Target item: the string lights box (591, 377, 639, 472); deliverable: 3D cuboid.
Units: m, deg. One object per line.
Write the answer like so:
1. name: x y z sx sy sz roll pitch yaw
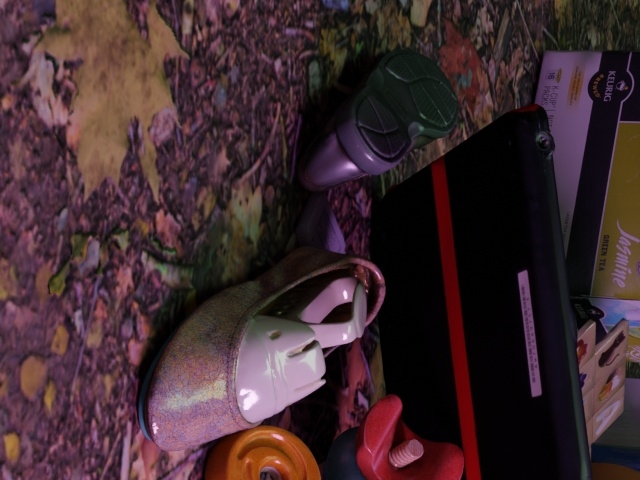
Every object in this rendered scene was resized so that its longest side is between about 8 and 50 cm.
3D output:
1. string lights box: 0.416 0.254 2.482 0.260 0.133 0.076 43 53 -60

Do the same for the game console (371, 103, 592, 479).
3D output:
1. game console: 0.143 0.105 1.641 0.060 0.342 0.386 -1 78 -23

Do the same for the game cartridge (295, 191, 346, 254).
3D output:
1. game cartridge: 0.000 0.000 1.677 0.083 0.017 0.056 67 31 -44

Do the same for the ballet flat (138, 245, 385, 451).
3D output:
1. ballet flat: -0.033 0.078 1.503 0.316 0.106 0.107 -44 132 -56

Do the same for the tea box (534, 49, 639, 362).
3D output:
1. tea box: 0.418 -0.037 2.224 0.220 0.324 0.329 49 50 -57

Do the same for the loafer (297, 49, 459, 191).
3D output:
1. loafer: 0.050 -0.110 1.726 0.096 0.084 0.267 57 26 -2

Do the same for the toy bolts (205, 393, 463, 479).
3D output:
1. toy bolts: -0.010 0.235 1.601 0.218 0.158 0.228 44 51 -6

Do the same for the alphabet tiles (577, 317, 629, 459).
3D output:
1. alphabet tiles: 0.210 0.238 1.938 0.342 0.011 0.285 -41 147 -24

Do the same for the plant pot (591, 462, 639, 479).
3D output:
1. plant pot: 0.325 0.395 2.162 0.203 0.291 0.290 -79 160 -57
